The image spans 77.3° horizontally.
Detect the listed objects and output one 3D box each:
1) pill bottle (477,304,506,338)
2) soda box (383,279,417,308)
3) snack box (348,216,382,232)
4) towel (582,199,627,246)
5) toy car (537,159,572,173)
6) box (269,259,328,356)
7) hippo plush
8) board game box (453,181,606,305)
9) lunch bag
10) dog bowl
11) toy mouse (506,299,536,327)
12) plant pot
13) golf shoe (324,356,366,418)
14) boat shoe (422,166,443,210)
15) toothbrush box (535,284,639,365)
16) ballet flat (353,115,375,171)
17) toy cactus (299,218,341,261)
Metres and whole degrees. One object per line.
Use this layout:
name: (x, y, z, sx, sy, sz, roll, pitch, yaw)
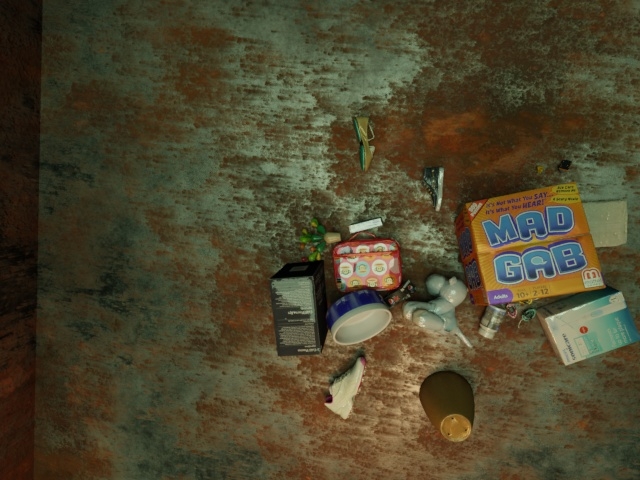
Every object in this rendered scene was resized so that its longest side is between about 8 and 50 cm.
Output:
pill bottle: (0.724, 0.339, 1.697, 0.078, 0.078, 0.137, 19, 100, 6)
soda box: (0.333, 0.232, 1.706, 0.053, 0.060, 0.169, 47, 141, 3)
snack box: (0.194, -0.067, 1.713, 0.141, 0.100, 0.037, -14, 94, 11)
towel: (1.071, -0.064, 1.595, 0.282, 0.049, 0.187, -3, 96, 2)
toy car: (0.939, -0.294, 1.610, 0.122, 0.060, 0.040, 6, 143, 24)
box: (-0.077, 0.270, 1.677, 0.179, 0.343, 0.312, -6, 96, 8)
hippo plush: (0.485, 0.249, 1.632, 0.294, 0.234, 0.236, 23, 89, 48)
board game box: (0.728, 0.035, 1.474, 0.356, 0.356, 0.356, -11, 80, 10)
lunch bag: (0.202, 0.088, 1.730, 0.293, 0.120, 0.258, -5, 93, 8)
dog bowl: (0.159, 0.325, 1.690, 0.265, 0.265, 0.104, -34, 52, 11)
toy mouse: (0.845, 0.297, 1.695, 0.161, 0.031, 0.143, 3, 96, 10)
plant pot: (0.549, 0.715, 1.687, 0.237, 0.254, 0.237, 1, 97, 8)
golf shoe: (0.114, 0.658, 1.820, 0.140, 0.115, 0.306, 21, 99, 9)
boat shoe: (0.465, -0.215, 1.674, 0.083, 0.065, 0.183, 3, 92, 11)
toothbrush box: (1.072, 0.338, 1.621, 0.295, 0.126, 0.216, -23, 93, 12)
ballet flat: (0.194, -0.409, 1.682, 0.073, 0.080, 0.232, -11, 97, -5)
toy cactus: (0.000, 0.000, 1.720, 0.180, 0.219, 0.112, -4, 134, 12)
